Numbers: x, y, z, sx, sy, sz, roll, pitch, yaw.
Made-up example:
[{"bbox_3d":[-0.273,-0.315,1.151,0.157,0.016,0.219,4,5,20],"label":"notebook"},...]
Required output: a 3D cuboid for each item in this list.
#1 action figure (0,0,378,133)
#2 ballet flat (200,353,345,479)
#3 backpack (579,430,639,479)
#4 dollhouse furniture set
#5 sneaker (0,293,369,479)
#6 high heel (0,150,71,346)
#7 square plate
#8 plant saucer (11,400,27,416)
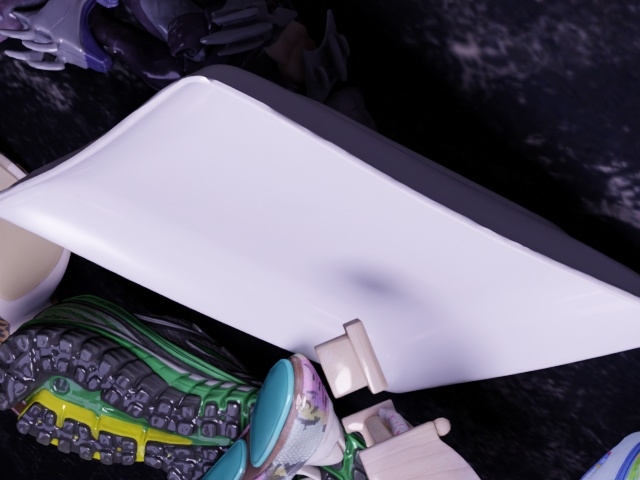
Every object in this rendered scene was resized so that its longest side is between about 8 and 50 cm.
[{"bbox_3d":[-0.080,-0.113,1.114,0.285,0.099,0.185,30,145,15],"label":"action figure"},{"bbox_3d":[-0.030,0.162,1.319,0.079,0.077,0.221,16,134,-17],"label":"ballet flat"},{"bbox_3d":[0.285,0.258,1.010,0.355,0.290,0.273,32,142,32],"label":"backpack"},{"bbox_3d":[0.133,0.191,1.263,0.303,0.174,0.355,-157,45,-86],"label":"dollhouse furniture set"},{"bbox_3d":[-0.086,0.131,1.446,0.343,0.146,0.134,26,120,3],"label":"sneaker"},{"bbox_3d":[-0.284,0.010,1.568,0.186,0.093,0.261,33,145,54],"label":"high heel"},{"bbox_3d":[0.000,0.000,1.106,0.344,0.049,0.347,26,158,-22],"label":"square plate"},{"bbox_3d":[-0.296,0.153,1.821,0.168,0.029,0.168,31,149,21],"label":"plant saucer"}]
